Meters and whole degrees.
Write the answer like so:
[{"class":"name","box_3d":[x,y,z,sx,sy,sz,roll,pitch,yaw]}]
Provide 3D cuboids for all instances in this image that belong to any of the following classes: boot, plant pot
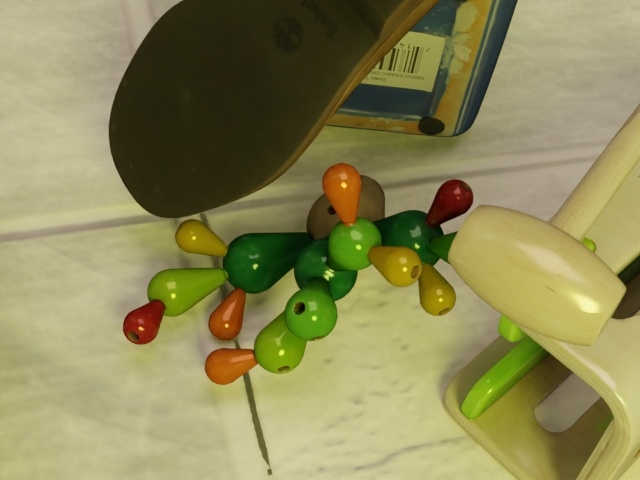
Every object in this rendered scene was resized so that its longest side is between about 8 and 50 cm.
[{"class":"boot","box_3d":[-0.004,-0.112,0.584,0.112,0.305,0.115,56,36,5]},{"class":"plant pot","box_3d":[0.030,-0.208,0.738,0.235,0.236,0.212,6,57,-2]}]

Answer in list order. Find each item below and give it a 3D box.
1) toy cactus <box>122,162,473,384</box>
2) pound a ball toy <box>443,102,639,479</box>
[{"class":"toy cactus","box_3d":[0.000,0.000,0.632,0.218,0.112,0.180,-19,18,21]},{"class":"pound a ball toy","box_3d":[0.201,0.017,0.583,0.319,0.208,0.135,-35,63,-31]}]
